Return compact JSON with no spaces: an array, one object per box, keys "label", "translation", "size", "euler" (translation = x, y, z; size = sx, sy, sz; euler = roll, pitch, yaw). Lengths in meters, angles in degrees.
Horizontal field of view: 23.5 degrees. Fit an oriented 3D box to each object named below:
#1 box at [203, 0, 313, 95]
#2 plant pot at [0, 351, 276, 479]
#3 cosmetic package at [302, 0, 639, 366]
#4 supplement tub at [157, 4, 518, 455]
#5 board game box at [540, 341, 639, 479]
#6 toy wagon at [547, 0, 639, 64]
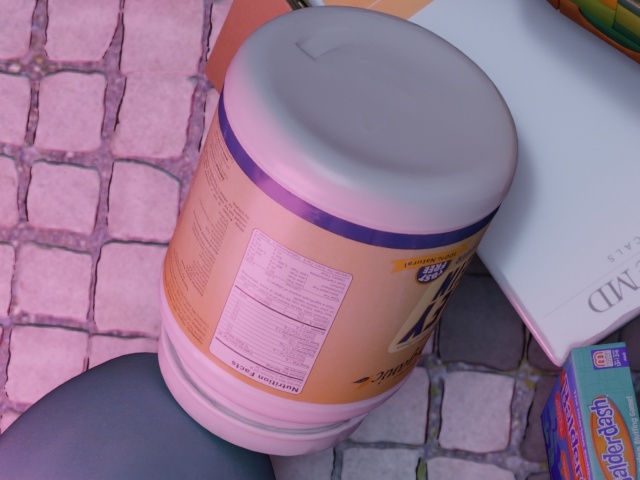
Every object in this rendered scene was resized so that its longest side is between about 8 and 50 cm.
[{"label":"box","translation":[-0.033,-0.141,1.370],"size":[0.021,0.201,0.164],"euler":[-30,78,-26]},{"label":"plant pot","translation":[-0.156,0.214,1.342],"size":[0.290,0.290,0.195],"euler":[9,53,11]},{"label":"cosmetic package","translation":[0.170,-0.137,1.342],"size":[0.230,0.161,0.453],"euler":[-36,81,6]},{"label":"supplement tub","translation":[0.000,0.000,1.216],"size":[0.228,0.228,0.316],"euler":[33,133,11]},{"label":"board game box","translation":[0.225,0.191,1.262],"size":[0.047,0.210,0.160],"euler":[-6,68,-2]},{"label":"toy wagon","translation":[0.220,-0.199,1.121],"size":[0.344,0.267,0.068],"euler":[35,89,10]}]
